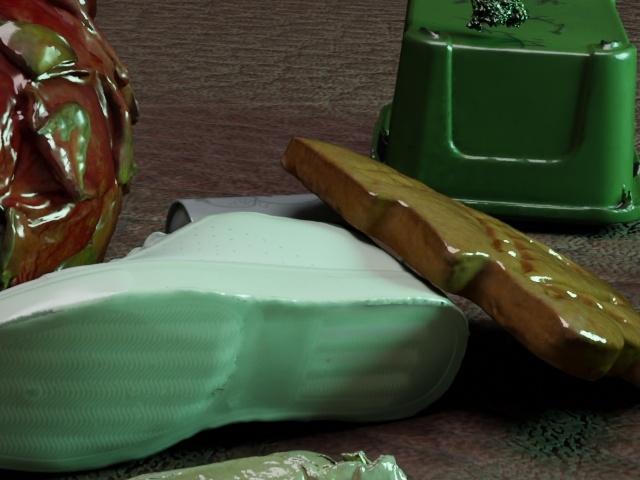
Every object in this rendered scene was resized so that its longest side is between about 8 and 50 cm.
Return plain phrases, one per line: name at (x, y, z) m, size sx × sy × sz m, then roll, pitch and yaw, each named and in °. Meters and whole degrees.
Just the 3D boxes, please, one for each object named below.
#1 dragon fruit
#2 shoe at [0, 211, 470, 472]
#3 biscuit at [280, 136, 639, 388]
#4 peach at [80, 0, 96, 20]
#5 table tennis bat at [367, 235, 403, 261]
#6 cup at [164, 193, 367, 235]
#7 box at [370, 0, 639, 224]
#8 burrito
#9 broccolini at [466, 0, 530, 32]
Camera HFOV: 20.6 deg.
dragon fruit at (-0.259, -0.057, 1.195) m, size 0.277 × 0.277 × 0.342 m, roll 6°, pitch 29°, yaw 7°
shoe at (-0.093, 0.043, 1.103) m, size 0.363 × 0.132 × 0.160 m, roll -3°, pitch 30°, yaw -30°
biscuit at (0.110, 0.007, 1.206) m, size 0.306 × 0.043 × 0.284 m, roll 31°, pitch 10°, yaw 5°
peach at (-0.396, -0.181, 1.470) m, size 0.353 × 0.339 × 0.416 m, roll -30°, pitch 1°, yaw 31°
table tennis bat at (0.000, 0.000, 1.469) m, size 0.156 × 0.013 × 0.087 m, roll 20°, pitch 27°, yaw 37°
cup at (-0.047, 0.010, 1.286) m, size 0.133 × 0.099 × 0.136 m, roll -4°, pitch 20°, yaw -19°
box at (0.176, -0.141, 1.662) m, size 0.252 × 0.178 × 0.329 m, roll 2°, pitch 18°, yaw 3°
burrito at (-0.043, 0.143, 0.968) m, size 0.188 × 0.045 × 0.058 m, roll -8°, pitch 14°, yaw -25°
broccolini at (0.100, -0.225, 1.563) m, size 0.194 × 0.052 × 0.054 m, roll 19°, pitch 22°, yaw 39°
